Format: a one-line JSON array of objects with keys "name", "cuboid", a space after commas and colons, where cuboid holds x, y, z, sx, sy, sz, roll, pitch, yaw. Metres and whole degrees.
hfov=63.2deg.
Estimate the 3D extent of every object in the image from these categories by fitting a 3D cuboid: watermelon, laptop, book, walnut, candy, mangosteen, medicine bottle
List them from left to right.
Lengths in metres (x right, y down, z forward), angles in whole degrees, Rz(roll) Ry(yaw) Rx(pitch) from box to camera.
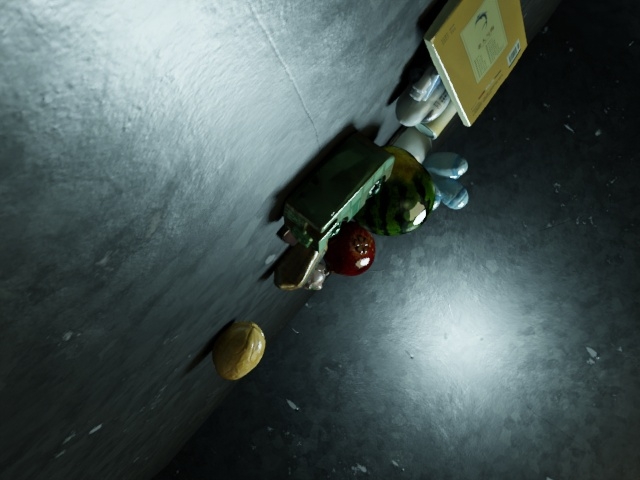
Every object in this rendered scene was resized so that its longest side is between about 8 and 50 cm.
[{"name": "walnut", "cuboid": [-0.266, 0.356, 1.683, 0.207, 0.159, 0.159, -53, 172, 17]}, {"name": "laptop", "cuboid": [-0.047, -0.055, 1.421, 0.154, 0.026, 0.207, -47, 171, -2]}, {"name": "candy", "cuboid": [-0.045, 0.040, 1.632, 0.271, 0.101, 0.143, -55, 167, -3]}, {"name": "mangosteen", "cuboid": [0.088, 0.038, 2.007, 0.215, 0.215, 0.257, -44, -166, -33]}, {"name": "watermelon", "cuboid": [0.191, -0.137, 1.467, 0.269, 0.269, 0.269, -48, 172, -9]}, {"name": "medicine bottle", "cuboid": [0.461, -0.521, 1.670, 0.426, 0.108, 0.108, -51, 172, 2]}, {"name": "book", "cuboid": [0.374, -0.459, 1.200, 0.269, 0.032, 0.389, -54, 148, 2]}]

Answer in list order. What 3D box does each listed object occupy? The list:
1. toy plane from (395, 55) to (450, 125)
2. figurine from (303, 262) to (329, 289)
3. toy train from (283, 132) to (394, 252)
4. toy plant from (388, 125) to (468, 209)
[{"name": "toy plane", "cuboid": [0.295, -0.402, 1.324, 0.267, 0.122, 0.267, -46, 172, -8]}, {"name": "figurine", "cuboid": [-0.036, 0.138, 2.027, 0.125, 0.125, 0.138, -46, 174, -23]}, {"name": "toy train", "cuboid": [0.048, -0.127, 1.235, 0.326, 0.129, 0.159, -46, 166, -18]}, {"name": "toy plant", "cuboid": [0.376, -0.235, 1.803, 0.247, 0.332, 0.247, -50, 174, -7]}]
